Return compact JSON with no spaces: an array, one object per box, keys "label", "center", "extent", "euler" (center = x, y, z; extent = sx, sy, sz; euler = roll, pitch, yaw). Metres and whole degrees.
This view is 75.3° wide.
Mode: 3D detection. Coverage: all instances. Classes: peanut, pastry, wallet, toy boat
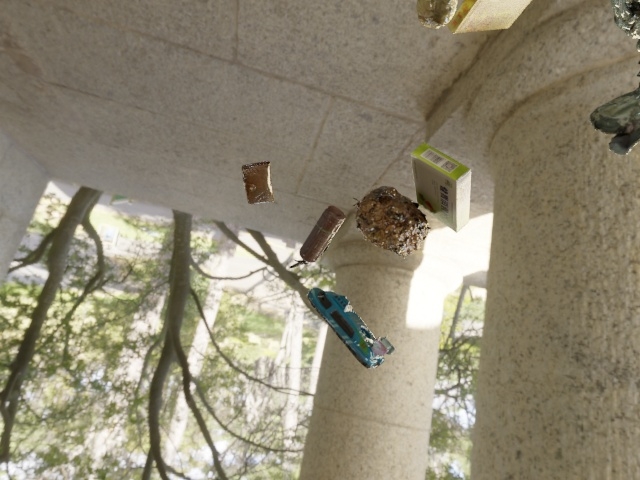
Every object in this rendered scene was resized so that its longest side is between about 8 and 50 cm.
[{"label":"peanut","center":[0.368,-0.760,1.314],"extent":[0.141,0.159,0.109],"euler":[22,-152,40]},{"label":"pastry","center":[0.224,-0.051,1.350],"extent":[0.275,0.274,0.193],"euler":[23,124,-31]},{"label":"wallet","center":[-0.201,-0.181,1.349],"extent":[0.095,0.026,0.176],"euler":[-9,145,-9]},{"label":"toy boat","center":[0.084,0.229,1.206],"extent":[0.299,0.092,0.134],"euler":[47,-167,28]}]

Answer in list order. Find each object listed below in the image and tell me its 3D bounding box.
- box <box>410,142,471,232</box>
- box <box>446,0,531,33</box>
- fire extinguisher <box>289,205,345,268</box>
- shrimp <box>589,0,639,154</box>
[{"label":"box","center":[0.367,-0.156,1.265],"extent":[0.175,0.062,0.260],"euler":[43,167,35]},{"label":"box","center":[0.271,-0.364,0.636],"extent":[0.156,0.022,0.089],"euler":[-23,162,-30]},{"label":"fire extinguisher","center":[0.000,0.000,0.846],"extent":[0.078,0.045,0.157],"euler":[-3,137,-43]},{"label":"shrimp","center":[0.367,-0.251,0.454],"extent":[0.166,0.221,0.411],"euler":[-30,144,28]}]
